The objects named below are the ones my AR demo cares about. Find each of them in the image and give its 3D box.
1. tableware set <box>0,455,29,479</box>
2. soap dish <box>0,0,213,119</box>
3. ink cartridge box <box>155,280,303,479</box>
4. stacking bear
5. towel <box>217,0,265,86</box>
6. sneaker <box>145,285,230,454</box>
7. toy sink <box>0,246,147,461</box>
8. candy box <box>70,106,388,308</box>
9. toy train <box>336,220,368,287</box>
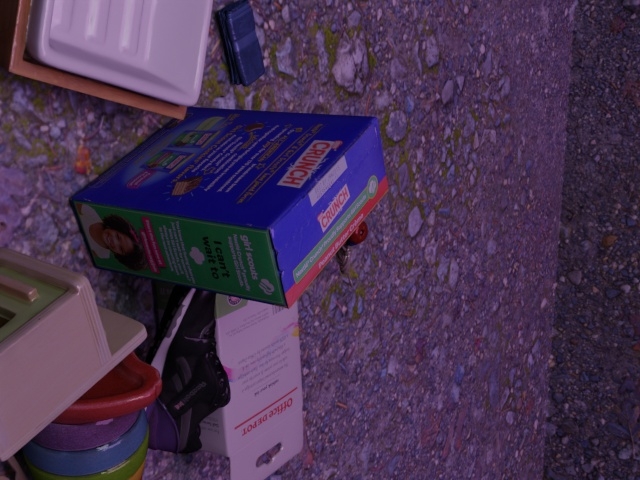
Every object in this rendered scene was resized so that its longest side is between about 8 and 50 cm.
[{"bbox_3d":[-0.383,0.358,1.159,0.128,0.039,0.194,-70,155,-46],"label":"tableware set"},{"bbox_3d":[-0.259,-0.283,1.151,0.290,0.118,0.229,8,90,-58],"label":"soap dish"},{"bbox_3d":[-0.130,0.183,1.446,0.207,0.119,0.354,-23,115,-55],"label":"ink cartridge box"},{"bbox_3d":[-0.282,0.270,1.199,0.164,0.175,0.289,-13,123,-21],"label":"stacking bear"},{"bbox_3d":[-0.119,-0.298,1.449,0.067,0.029,0.120,-43,130,-45],"label":"towel"},{"bbox_3d":[-0.168,0.162,1.295,0.107,0.124,0.283,-98,-150,-66],"label":"sneaker"},{"bbox_3d":[-0.330,0.101,1.063,0.234,0.152,0.131,-42,137,-41],"label":"toy sink"},{"bbox_3d":[-0.111,-0.059,1.242,0.268,0.317,0.122,-47,134,-42],"label":"candy box"},{"bbox_3d":[0.000,0.000,1.641,0.143,0.105,0.248,-29,121,-40],"label":"toy train"}]
